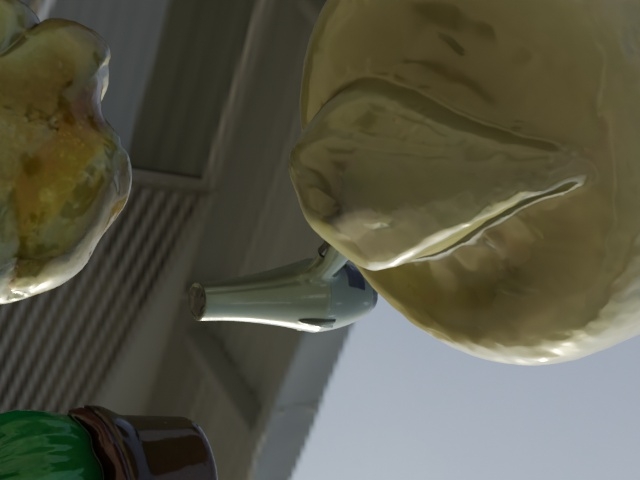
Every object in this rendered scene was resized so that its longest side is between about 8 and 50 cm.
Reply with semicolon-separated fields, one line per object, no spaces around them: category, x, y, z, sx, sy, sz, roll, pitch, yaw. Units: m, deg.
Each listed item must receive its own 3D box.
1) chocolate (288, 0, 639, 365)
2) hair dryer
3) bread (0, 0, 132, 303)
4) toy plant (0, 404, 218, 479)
chocolate;0.149;-0.082;0.886;0.314;0.297;0.326;49;-51;12
hair dryer;-0.034;0.017;1.602;0.267;0.229;0.092;96;-27;-49
bread;-0.342;-0.087;1.296;0.210;0.341;0.300;154;-46;-72
toy plant;-0.172;0.181;0.991;0.105;0.200;0.143;-26;-105;63
